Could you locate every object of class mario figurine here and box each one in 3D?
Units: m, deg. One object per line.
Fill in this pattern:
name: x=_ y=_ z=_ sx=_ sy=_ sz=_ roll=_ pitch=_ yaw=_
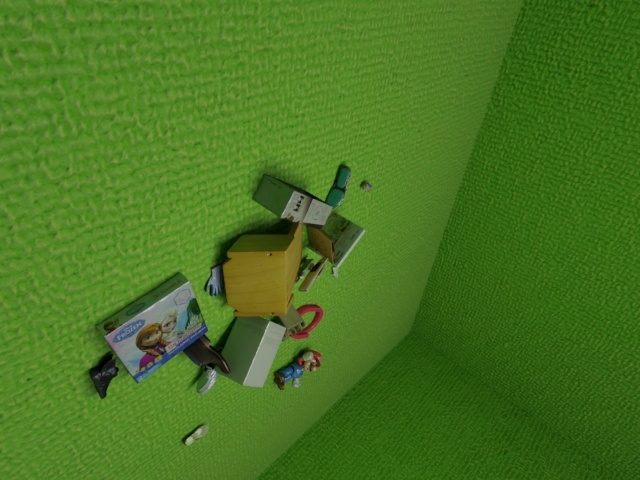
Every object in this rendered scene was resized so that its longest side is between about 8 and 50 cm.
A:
mario figurine: x=-0.114 y=0.795 z=2.459 sx=0.320 sy=0.170 sz=0.198 roll=-26 pitch=172 yaw=-30

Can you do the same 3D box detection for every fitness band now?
fitness band: x=-0.087 y=0.468 z=2.329 sx=0.291 sy=0.054 sz=0.209 roll=14 pitch=103 yaw=-59

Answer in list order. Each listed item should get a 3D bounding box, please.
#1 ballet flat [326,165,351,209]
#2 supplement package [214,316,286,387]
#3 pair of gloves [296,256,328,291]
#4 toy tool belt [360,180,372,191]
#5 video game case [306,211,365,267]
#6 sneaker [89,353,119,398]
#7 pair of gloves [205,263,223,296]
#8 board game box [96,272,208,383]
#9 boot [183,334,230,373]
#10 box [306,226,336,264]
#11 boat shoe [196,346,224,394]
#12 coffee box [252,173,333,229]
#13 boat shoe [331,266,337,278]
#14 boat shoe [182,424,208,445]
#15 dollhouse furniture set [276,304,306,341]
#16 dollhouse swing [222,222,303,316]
ballet flat: x=0.095 y=-0.250 z=1.917 sx=0.221 sy=0.077 sz=0.079 roll=-69 pitch=167 yaw=18
supplement package: x=-0.316 y=0.494 z=1.835 sx=0.293 sy=0.175 sz=0.177 roll=-68 pitch=152 yaw=-14
pair of gloves: x=-0.073 y=0.155 z=1.917 sx=0.042 sy=0.240 sz=0.204 roll=50 pitch=66 yaw=-19
toy tool belt: x=0.250 y=-0.285 z=2.114 sx=0.051 sy=0.052 sz=0.083 roll=-56 pitch=151 yaw=15
video game case: x=0.075 y=-0.008 z=1.964 sx=0.227 sy=0.206 sz=0.026 roll=-53 pitch=149 yaw=-7
sneaker: x=-0.742 y=0.475 z=1.400 sx=0.089 sy=0.051 sz=0.170 roll=-25 pitch=134 yaw=-35
pair of gloves: x=-0.384 y=0.147 z=1.637 sx=0.198 sy=0.023 sz=0.159 roll=-28 pitch=138 yaw=-41
board game box: x=-0.588 y=0.321 z=1.462 sx=0.319 sy=0.066 sz=0.318 roll=-37 pitch=144 yaw=-30
boot: x=-0.478 y=0.500 z=1.696 sx=0.106 sy=0.219 sz=0.082 roll=-37 pitch=-172 yaw=-15
box: x=0.000 y=0.000 z=1.874 sx=0.021 sy=0.201 sz=0.164 roll=-31 pitch=142 yaw=-20
boat shoe: x=-0.502 y=0.583 z=1.826 sx=0.226 sy=0.083 sz=0.076 roll=-60 pitch=144 yaw=-20
coffee box: x=-0.104 y=-0.149 z=1.623 sx=0.297 sy=0.168 sz=0.119 roll=14 pitch=106 yaw=-57
boat shoe: x=0.079 y=0.186 z=2.325 sx=0.035 sy=0.035 sz=0.100 roll=-15 pitch=140 yaw=-12
boat shoe: x=-0.631 y=0.982 z=2.031 sx=0.137 sy=0.049 sz=0.043 roll=-28 pitch=-179 yaw=-43
dollhouse furniture set: x=-0.201 y=0.412 z=2.057 sx=0.212 sy=0.161 sz=0.242 roll=-25 pitch=157 yaw=-33
dollhouse swing: x=-0.230 y=0.093 z=1.721 sx=0.315 sy=0.305 sz=0.347 roll=0 pitch=127 yaw=-4
